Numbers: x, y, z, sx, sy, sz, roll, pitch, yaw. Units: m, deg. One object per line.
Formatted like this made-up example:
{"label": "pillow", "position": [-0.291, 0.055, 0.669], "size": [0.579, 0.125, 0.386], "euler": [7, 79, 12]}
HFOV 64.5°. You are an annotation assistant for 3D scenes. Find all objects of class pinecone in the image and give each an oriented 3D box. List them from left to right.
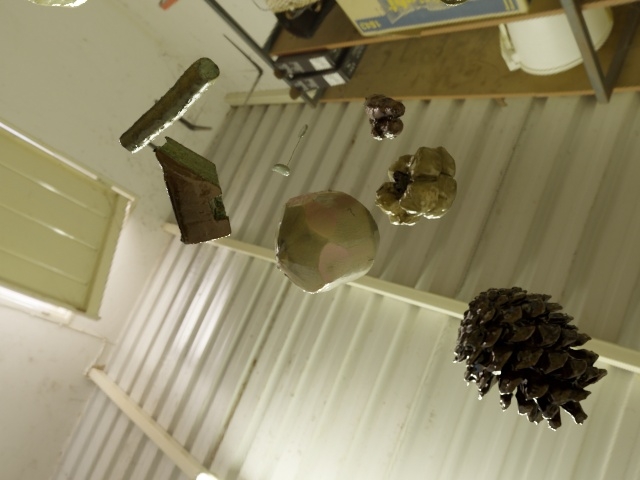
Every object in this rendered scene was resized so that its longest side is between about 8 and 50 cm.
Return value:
{"label": "pinecone", "position": [0.302, 0.164, 0.744], "size": [0.204, 0.179, 0.184], "euler": [27, -105, 20]}

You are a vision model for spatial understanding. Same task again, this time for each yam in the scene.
{"label": "yam", "position": [-0.415, -0.357, 1.381], "size": [0.371, 0.083, 0.083], "euler": [-32, -134, 29]}

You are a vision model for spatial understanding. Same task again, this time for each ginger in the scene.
{"label": "ginger", "position": [0.147, -0.283, 1.189], "size": [0.073, 0.103, 0.162], "euler": [-14, -155, -10]}

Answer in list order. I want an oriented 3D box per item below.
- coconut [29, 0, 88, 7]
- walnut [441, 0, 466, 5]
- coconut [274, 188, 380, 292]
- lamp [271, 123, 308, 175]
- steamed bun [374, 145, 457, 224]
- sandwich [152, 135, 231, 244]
{"label": "coconut", "position": [-0.508, -0.562, 0.952], "size": [0.224, 0.224, 0.225], "euler": [-23, -130, 31]}
{"label": "walnut", "position": [0.304, -0.572, 1.144], "size": [0.092, 0.092, 0.092], "euler": [-23, -130, 31]}
{"label": "coconut", "position": [-0.001, 0.001, 1.127], "size": [0.227, 0.230, 0.227], "euler": [17, -69, 52]}
{"label": "lamp", "position": [-0.093, -0.296, 1.609], "size": [0.050, 0.056, 0.199], "euler": [-25, -140, 58]}
{"label": "steamed bun", "position": [0.214, -0.137, 1.153], "size": [0.177, 0.106, 0.193], "euler": [-2, -116, 53]}
{"label": "sandwich", "position": [-0.293, -0.123, 1.183], "size": [0.128, 0.236, 0.122], "euler": [-12, -144, -6]}
